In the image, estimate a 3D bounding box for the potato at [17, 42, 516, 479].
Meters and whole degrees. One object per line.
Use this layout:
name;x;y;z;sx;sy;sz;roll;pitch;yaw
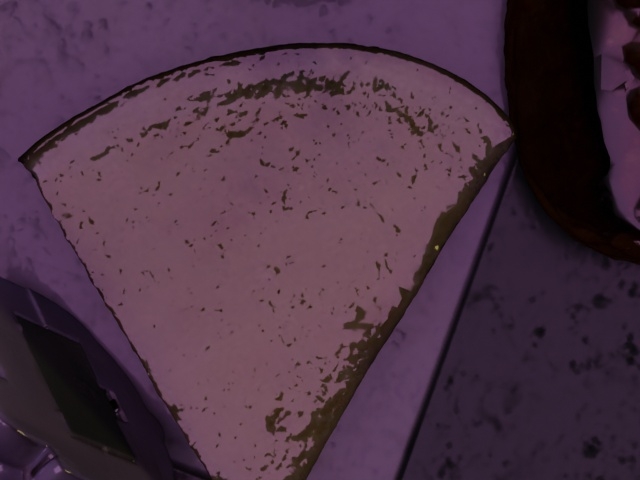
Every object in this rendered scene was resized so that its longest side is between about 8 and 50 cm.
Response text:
potato;0.000;0.000;0.998;0.255;0.112;0.269;-31;92;-2

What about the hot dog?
hot dog;0.192;-0.097;0.994;0.160;0.099;0.227;-2;89;2

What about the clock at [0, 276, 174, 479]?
clock;-0.235;0.161;0.988;0.254;0.189;0.189;-40;88;9
